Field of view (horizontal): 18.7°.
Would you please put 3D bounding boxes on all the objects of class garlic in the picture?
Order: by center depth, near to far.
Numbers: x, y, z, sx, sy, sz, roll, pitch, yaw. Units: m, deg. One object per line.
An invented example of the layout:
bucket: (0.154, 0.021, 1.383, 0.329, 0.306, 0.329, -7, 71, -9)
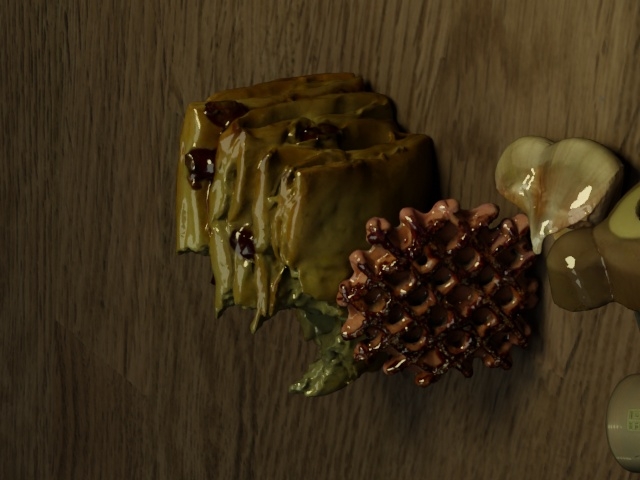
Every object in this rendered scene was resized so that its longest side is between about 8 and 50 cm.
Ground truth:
garlic: (0.249, -0.054, 2.066, 0.174, 0.099, 0.124, 21, 107, 47)

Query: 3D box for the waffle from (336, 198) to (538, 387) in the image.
waffle: (0.132, 0.057, 2.168, 0.055, 0.234, 0.221, -120, 30, -64)

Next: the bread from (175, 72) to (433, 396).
bread: (0.000, 0.000, 2.244, 0.191, 0.314, 0.370, 6, 107, 41)

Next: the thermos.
thermos: (0.394, 0.205, 1.980, 0.193, 0.105, 0.137, -1, 61, 45)

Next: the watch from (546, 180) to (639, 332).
watch: (0.419, 0.092, 1.747, 0.327, 0.314, 0.335, 65, 168, -20)
